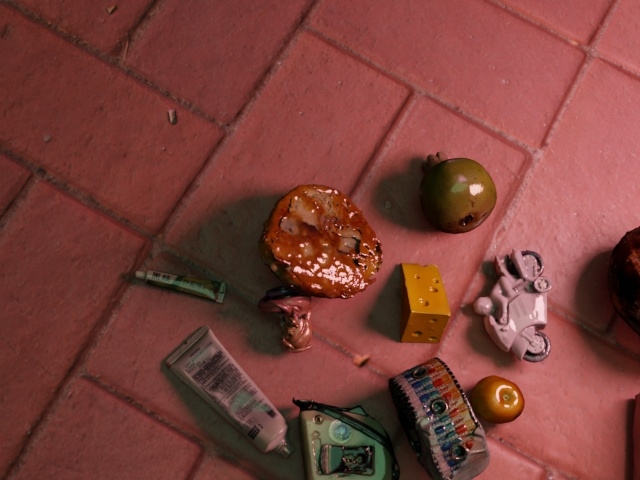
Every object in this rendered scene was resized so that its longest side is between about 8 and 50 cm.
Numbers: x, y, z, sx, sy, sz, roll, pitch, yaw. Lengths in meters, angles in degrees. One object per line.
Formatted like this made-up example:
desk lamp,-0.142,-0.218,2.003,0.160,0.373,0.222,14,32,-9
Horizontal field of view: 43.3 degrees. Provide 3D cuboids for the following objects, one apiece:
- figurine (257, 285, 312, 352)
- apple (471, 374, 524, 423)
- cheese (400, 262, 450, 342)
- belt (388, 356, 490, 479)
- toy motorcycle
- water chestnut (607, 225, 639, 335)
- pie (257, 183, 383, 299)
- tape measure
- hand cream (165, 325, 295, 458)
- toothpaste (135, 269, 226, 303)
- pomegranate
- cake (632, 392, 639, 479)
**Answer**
figurine,-0.062,0.164,1.757,0.114,0.126,0.157,-36,74,31
apple,0.383,0.347,1.740,0.114,0.102,0.099,28,73,3
cheese,0.228,0.125,1.813,0.093,0.126,0.171,2,54,-5
belt,0.248,0.379,1.669,0.150,0.207,0.258,-23,69,-7
toy motorcycle,0.428,0.145,1.804,0.170,0.110,0.260,-1,69,8
water chestnut,0.784,0.128,1.747,0.350,0.302,0.350,13,34,-9
pie,0.001,-0.001,1.777,0.308,0.085,0.308,15,52,-20
tape measure,0.055,0.435,1.688,0.207,0.115,0.235,-6,75,-3
hand cream,-0.181,0.339,1.733,0.124,0.078,0.340,-43,73,-13
toothpaste,-0.313,0.096,1.800,0.204,0.031,0.049,13,74,-3
pomegranate,0.300,-0.122,1.828,0.179,0.179,0.211,-24,77,-10
cake,0.838,0.441,1.651,0.306,0.293,0.314,9,68,-4
